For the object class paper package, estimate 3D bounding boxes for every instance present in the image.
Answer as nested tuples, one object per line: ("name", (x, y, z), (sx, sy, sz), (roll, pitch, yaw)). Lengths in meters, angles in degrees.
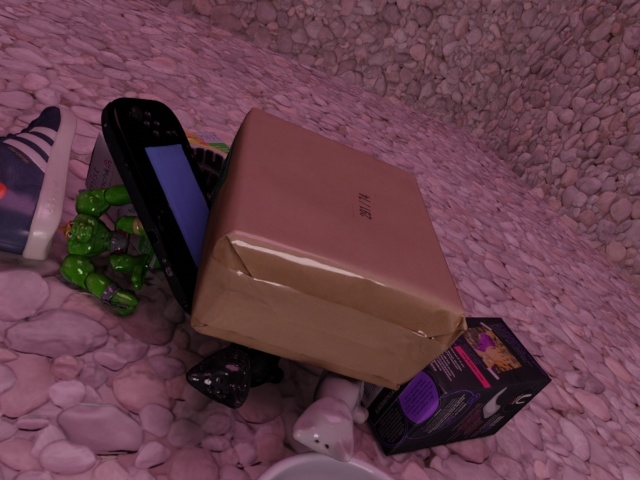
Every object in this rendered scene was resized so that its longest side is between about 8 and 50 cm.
("paper package", (0.000, 0.000, 0.692), (0.309, 0.168, 0.325), (21, 34, -17))

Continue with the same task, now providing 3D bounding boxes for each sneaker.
("sneaker", (-0.474, -0.122, 0.769), (0.148, 0.131, 0.350), (15, 32, -31))
("sneaker", (-0.209, -0.144, 0.846), (0.208, 0.081, 0.094), (27, 29, -7))

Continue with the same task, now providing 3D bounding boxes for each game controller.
("game controller", (-0.200, -0.049, 0.718), (0.319, 0.067, 0.166), (69, 26, -7))

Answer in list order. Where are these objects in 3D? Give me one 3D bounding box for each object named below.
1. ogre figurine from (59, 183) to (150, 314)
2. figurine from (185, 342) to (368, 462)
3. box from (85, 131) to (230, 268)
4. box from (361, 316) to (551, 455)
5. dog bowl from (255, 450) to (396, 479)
("ogre figurine", (-0.309, 0.002, 0.731), (0.118, 0.197, 0.097), (8, 7, -5))
("figurine", (-0.039, 0.187, 0.626), (0.215, 0.092, 0.209), (23, 3, 9))
("box", (-0.251, -0.089, 0.933), (0.231, 0.127, 0.262), (46, 34, 22))
("box", (0.210, 0.228, 0.815), (0.270, 0.165, 0.143), (8, 36, -36))
("dog bowl", (0.013, 0.358, 0.496), (0.265, 0.104, 0.265), (22, 30, -14))
